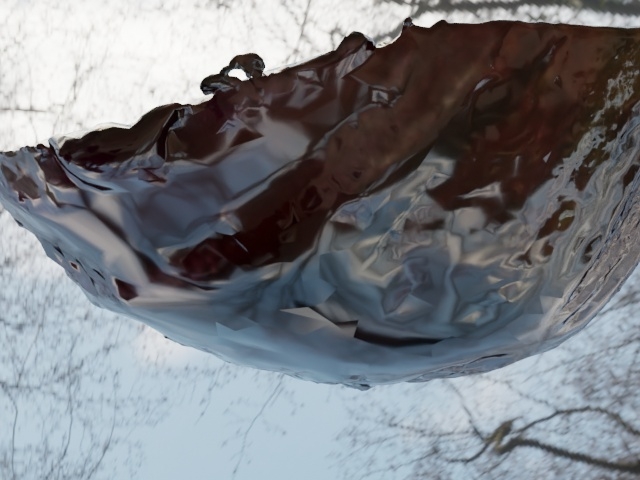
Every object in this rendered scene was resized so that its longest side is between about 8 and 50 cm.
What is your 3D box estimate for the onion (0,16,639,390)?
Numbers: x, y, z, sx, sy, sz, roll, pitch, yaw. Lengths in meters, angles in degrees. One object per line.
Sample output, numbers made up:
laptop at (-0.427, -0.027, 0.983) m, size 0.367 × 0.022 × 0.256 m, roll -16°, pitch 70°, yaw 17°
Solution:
onion at (0.000, 0.000, 0.552) m, size 0.280 × 0.314 × 0.146 m, roll -10°, pitch -90°, yaw -36°
